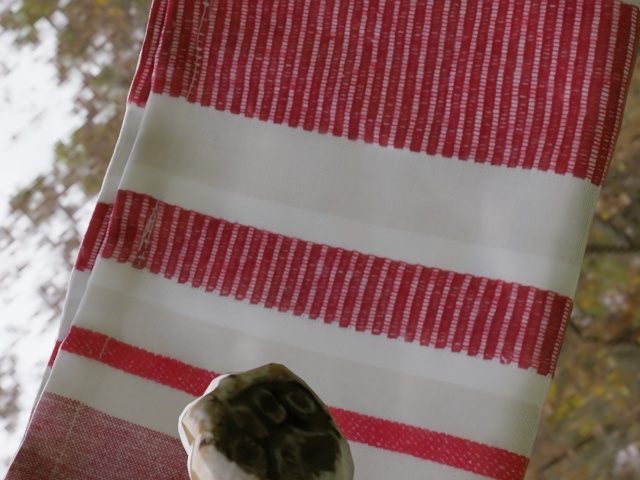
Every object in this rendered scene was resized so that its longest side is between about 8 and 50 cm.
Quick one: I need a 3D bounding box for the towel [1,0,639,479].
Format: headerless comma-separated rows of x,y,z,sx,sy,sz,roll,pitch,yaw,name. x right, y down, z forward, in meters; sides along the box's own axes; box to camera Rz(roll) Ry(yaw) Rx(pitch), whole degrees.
0.000,0.000,0.749,0.037,0.237,0.329,33,-108,-63,towel

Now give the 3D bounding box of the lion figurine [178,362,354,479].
0.014,0.154,0.409,0.392,0.240,0.142,24,-134,-11,lion figurine
